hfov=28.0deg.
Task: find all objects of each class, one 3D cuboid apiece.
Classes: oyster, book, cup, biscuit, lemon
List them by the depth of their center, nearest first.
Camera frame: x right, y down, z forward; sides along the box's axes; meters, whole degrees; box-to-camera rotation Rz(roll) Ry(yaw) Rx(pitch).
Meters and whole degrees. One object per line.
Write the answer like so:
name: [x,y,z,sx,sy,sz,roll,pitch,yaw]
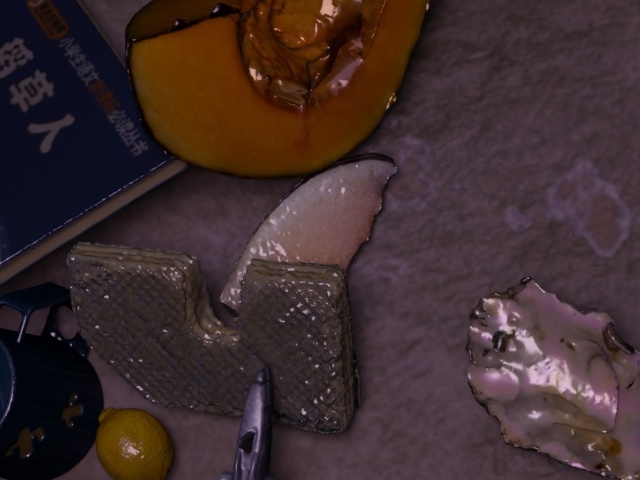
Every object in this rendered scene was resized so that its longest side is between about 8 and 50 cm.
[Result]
oyster: [0.206,0.113,1.020,0.209,0.072,0.133,19,87,37]
biscuit: [-0.091,0.077,1.065,0.249,0.046,0.147,7,119,18]
cup: [-0.264,0.115,1.082,0.131,0.155,0.177,20,83,17]
lemon: [-0.160,0.175,1.091,0.062,0.062,0.083,-44,70,0]
book: [-0.358,-0.050,1.132,0.428,0.039,0.300,-33,54,-7]

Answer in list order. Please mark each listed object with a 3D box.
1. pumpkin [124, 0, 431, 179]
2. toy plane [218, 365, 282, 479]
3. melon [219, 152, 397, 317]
pumpkin: [-0.027,-0.163,1.123,0.312,0.148,0.169,-25,115,-14]
toy plane: [-0.063,0.235,1.005,0.212,0.088,0.267,6,93,14]
melon: [-0.008,-0.001,1.105,0.098,0.054,0.182,21,82,12]
